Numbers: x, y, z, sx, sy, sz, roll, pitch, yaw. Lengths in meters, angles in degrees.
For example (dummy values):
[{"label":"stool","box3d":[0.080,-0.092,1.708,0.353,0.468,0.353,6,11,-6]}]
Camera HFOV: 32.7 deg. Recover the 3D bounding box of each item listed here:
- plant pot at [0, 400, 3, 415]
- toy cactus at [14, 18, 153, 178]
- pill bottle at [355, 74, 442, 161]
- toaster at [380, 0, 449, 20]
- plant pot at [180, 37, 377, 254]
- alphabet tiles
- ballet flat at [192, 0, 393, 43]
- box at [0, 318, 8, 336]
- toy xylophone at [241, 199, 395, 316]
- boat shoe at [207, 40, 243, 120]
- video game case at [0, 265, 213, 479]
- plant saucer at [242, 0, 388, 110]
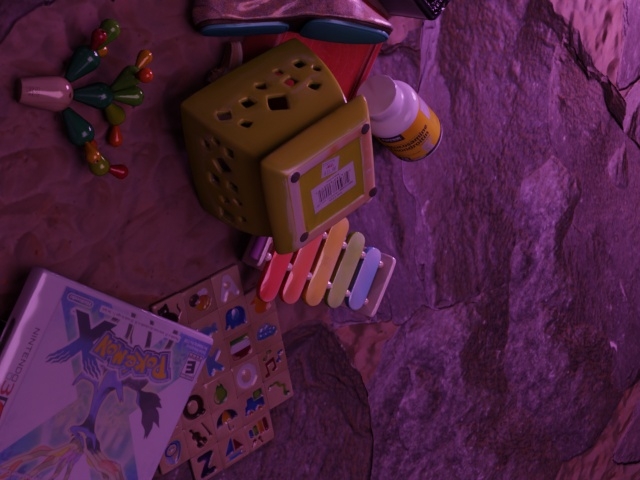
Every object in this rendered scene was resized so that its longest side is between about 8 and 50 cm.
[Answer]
[{"label":"plant pot","box3d":[-0.530,0.268,1.325,0.275,0.275,0.243,41,64,-41]},{"label":"toy cactus","box3d":[-0.321,-0.192,1.491,0.180,0.112,0.219,0,111,-33]},{"label":"pill bottle","box3d":[0.131,-0.210,1.860,0.184,0.103,0.103,33,79,-57]},{"label":"toaster","box3d":[0.166,-0.477,1.838,0.185,0.110,0.168,42,74,-41]},{"label":"plant pot","box3d":[-0.047,-0.128,1.624,0.228,0.207,0.227,-36,143,-24]},{"label":"alphabet tiles","box3d":[-0.172,0.223,1.797,0.285,0.011,0.342,-28,119,-34]},{"label":"ballet flat","box3d":[-0.036,-0.360,1.643,0.316,0.107,0.106,0,86,-22]},{"label":"box","box3d":[-0.381,0.204,1.577,0.190,0.045,0.184,2,98,-42]},{"label":"toy xylophone","box3d":[0.000,0.000,1.842,0.322,0.081,0.236,15,91,-44]},{"label":"boat shoe","box3d":[-0.150,-0.240,1.658,0.045,0.050,0.135,10,90,-21]},{"label":"video game case","box3d":[-0.336,0.227,1.568,0.329,0.036,0.300,29,83,-43]},{"label":"plant saucer","box3d":[-0.002,-0.310,1.776,0.259,0.047,0.258,29,82,-42]}]
